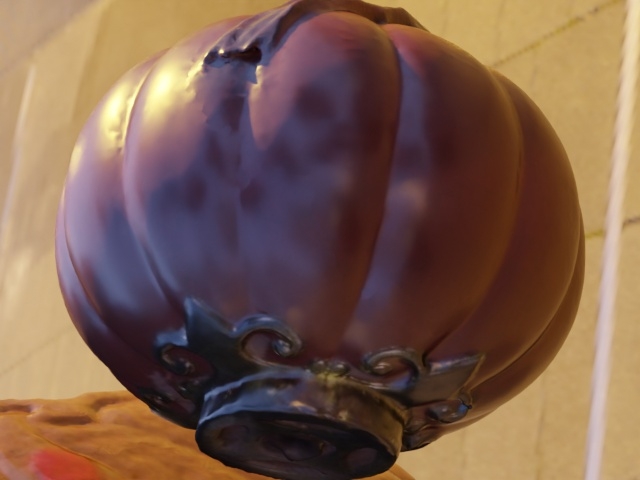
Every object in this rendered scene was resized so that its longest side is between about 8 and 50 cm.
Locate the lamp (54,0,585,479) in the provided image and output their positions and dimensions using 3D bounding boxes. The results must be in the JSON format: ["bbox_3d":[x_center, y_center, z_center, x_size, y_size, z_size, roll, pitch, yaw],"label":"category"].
[{"bbox_3d":[0.000,0.000,0.912,0.303,0.303,0.257,139,141,-56],"label":"lamp"}]

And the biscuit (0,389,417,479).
[{"bbox_3d":[-0.087,0.200,0.961,0.349,0.455,0.078,30,114,28],"label":"biscuit"}]
